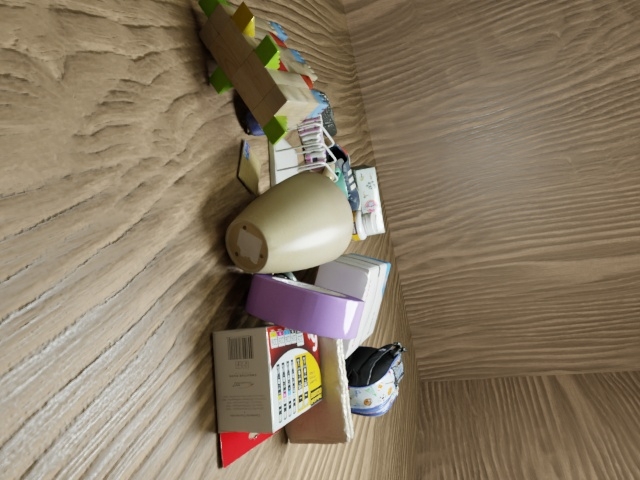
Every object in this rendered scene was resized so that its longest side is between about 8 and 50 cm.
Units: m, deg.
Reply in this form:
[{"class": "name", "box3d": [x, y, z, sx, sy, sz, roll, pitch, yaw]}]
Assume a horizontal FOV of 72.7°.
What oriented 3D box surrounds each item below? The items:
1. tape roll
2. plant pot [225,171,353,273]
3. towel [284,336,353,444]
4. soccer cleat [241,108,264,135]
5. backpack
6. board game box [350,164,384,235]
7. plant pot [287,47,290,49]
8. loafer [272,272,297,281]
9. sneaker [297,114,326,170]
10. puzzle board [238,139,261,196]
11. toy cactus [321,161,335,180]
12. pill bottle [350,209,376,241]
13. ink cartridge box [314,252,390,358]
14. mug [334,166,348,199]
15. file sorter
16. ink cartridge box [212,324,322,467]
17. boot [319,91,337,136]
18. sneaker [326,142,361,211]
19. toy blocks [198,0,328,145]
[{"class": "tape roll", "box3d": [-0.037, 0.153, 1.037, 0.275, 0.274, 0.090, 24, 79, -69]}, {"class": "plant pot", "box3d": [-0.094, -0.025, 1.075, 0.274, 0.256, 0.257, -27, 107, -55]}, {"class": "towel", "box3d": [-0.015, 0.390, 1.150, 0.049, 0.187, 0.282, 17, 66, -66]}, {"class": "soccer cleat", "box3d": [-0.140, -0.397, 1.262, 0.289, 0.121, 0.093, -81, 154, -45]}, {"class": "backpack", "box3d": [0.149, 0.492, 1.533, 0.263, 0.276, 0.213, -21, 100, -59]}, {"class": "board game box", "box3d": [0.211, -0.197, 2.059, 0.224, 0.097, 0.304, -115, -166, -75]}, {"class": "plant pot", "box3d": [-0.100, -0.612, 1.638, 0.236, 0.032, 0.237, -9, 90, -73]}, {"class": "loafer", "box3d": [-0.079, 0.207, 1.235, 0.084, 0.096, 0.268, -49, 124, -42]}, {"class": "sneaker", "box3d": [-0.025, -0.390, 1.676, 0.104, 0.095, 0.237, -52, 137, -73]}, {"class": "puzzle board", "box3d": [-0.193, -0.195, 1.181, 0.096, 0.011, 0.128, 53, 32, -53]}, {"class": "toy cactus", "box3d": [0.010, -0.204, 1.630, 0.219, 0.112, 0.181, 66, 36, -73]}, {"class": "pill bottle", "box3d": [0.104, -0.051, 1.684, 0.117, 0.214, 0.117, -10, 90, -72]}, {"class": "ink cartridge box", "box3d": [0.099, 0.200, 1.485, 0.395, 0.166, 0.286, 2, 104, -72]}, {"class": "mug", "box3d": [0.046, -0.228, 1.757, 0.129, 0.097, 0.158, -105, 179, -66]}, {"class": "file sorter", "box3d": [-0.043, -0.206, 1.385, 0.193, 0.173, 0.278, 32, 51, -68]}, {"class": "ink cartridge box", "box3d": [-0.104, 0.331, 0.998, 0.309, 0.130, 0.272, 21, 63, -70]}, {"class": "boot", "box3d": [0.011, -0.590, 1.922, 0.246, 0.083, 0.161, 63, 17, -56]}, {"class": "sneaker", "box3d": [0.082, -0.261, 1.882, 0.148, 0.131, 0.350, 42, 32, -65]}, {"class": "toy blocks", "box3d": [-0.119, -0.428, 1.107, 0.381, 0.190, 0.261, 56, 32, 7]}]
